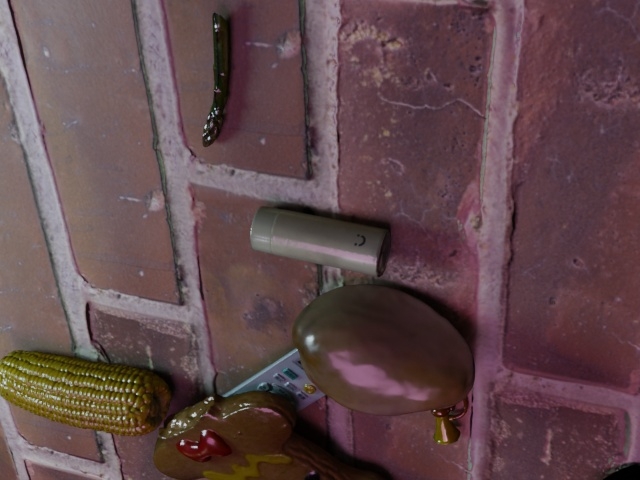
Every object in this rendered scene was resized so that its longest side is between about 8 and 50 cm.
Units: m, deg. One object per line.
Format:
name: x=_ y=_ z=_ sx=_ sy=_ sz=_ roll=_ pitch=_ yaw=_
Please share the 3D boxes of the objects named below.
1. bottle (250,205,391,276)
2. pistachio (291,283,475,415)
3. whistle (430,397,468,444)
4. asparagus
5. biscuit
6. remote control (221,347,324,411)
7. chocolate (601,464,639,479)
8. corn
bottle: x=0.000 y=0.000 z=1.574 sx=0.201 sy=0.072 sz=0.072 roll=11 pitch=130 yaw=15
pistachio: x=0.096 y=0.171 z=1.622 sx=0.288 sy=0.197 sz=0.166 roll=13 pitch=175 yaw=0
whistle: x=0.207 y=0.281 z=1.728 sx=0.057 sy=0.046 sz=0.109 roll=13 pitch=126 yaw=34
asparagus: x=-0.146 y=-0.221 z=1.492 sx=0.034 sy=0.027 sz=0.236 roll=22 pitch=133 yaw=13
biscuit: x=-0.106 y=0.428 z=1.923 sx=0.368 sy=0.076 sz=0.394 roll=-27 pitch=122 yaw=38
remote control: x=-0.063 y=0.247 z=1.816 sx=0.103 sy=0.051 sz=0.293 roll=40 pitch=131 yaw=-19
chocolate: x=0.512 y=0.454 z=1.689 sx=0.156 sy=0.156 sz=0.133 roll=-10 pitch=147 yaw=31
corn: x=-0.448 y=0.282 z=1.969 sx=0.344 sy=0.131 sz=0.131 roll=8 pitch=129 yaw=22
